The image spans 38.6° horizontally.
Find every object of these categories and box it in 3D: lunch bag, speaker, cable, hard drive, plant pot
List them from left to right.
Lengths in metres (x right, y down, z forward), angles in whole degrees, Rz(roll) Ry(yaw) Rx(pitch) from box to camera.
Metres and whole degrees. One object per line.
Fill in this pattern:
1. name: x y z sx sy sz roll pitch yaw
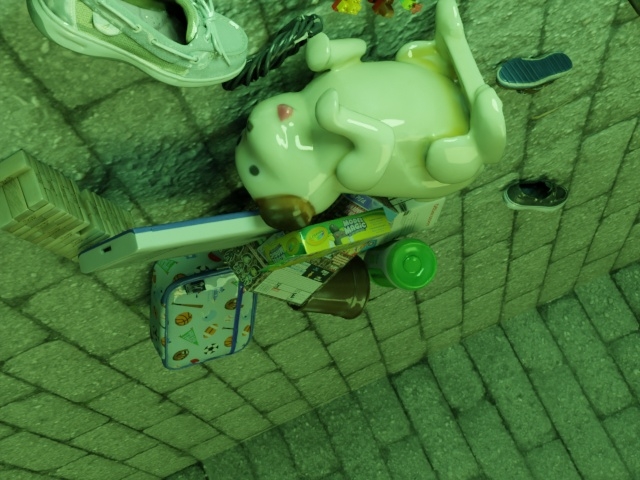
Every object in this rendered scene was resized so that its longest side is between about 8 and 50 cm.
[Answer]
1. hard drive: -0.223 -0.004 1.563 0.318 0.040 0.210 -11 175 -40
2. lunch bag: -0.246 0.139 1.998 0.243 0.115 0.303 -11 137 -25
3. cable: -0.079 -0.264 1.349 0.184 0.047 0.150 -27 -161 38
4. plant pot: 0.008 0.112 2.238 0.165 0.167 0.167 2 146 -36
5. speaker: 0.188 0.057 2.203 0.131 0.131 0.296 -21 -177 -9

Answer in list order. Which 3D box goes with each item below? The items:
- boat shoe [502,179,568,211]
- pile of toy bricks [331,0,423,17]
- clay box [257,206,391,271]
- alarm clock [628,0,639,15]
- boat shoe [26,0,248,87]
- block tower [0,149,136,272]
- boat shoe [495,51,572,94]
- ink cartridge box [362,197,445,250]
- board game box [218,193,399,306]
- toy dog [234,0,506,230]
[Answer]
1. boat shoe: 0.580 -0.128 2.403 0.228 0.080 0.076 0 150 -32
2. pile of toy bricks: 0.121 -0.376 1.310 0.118 0.105 0.212 -3 150 -43
3. clay box: 0.000 0.000 1.619 0.222 0.053 0.127 -14 173 -36
4. alarm clock: 0.644 -0.467 1.721 0.129 0.064 0.192 -26 161 3
5. boat shoe: -0.209 -0.282 1.169 0.320 0.118 0.103 9 145 -44
6. block tower: -0.421 -0.036 1.525 0.091 0.097 0.335 -29 157 9
7. boat shoe: 0.414 -0.318 1.801 0.183 0.066 0.066 -14 157 -26
8. ink cartridge box: 0.166 -0.067 2.082 0.203 0.086 0.148 -20 159 -14
9. board game box: -0.026 -0.027 1.816 0.291 0.141 0.232 -44 154 11
10. toy dog: 0.058 -0.178 1.507 0.407 0.285 0.395 -14 158 0
